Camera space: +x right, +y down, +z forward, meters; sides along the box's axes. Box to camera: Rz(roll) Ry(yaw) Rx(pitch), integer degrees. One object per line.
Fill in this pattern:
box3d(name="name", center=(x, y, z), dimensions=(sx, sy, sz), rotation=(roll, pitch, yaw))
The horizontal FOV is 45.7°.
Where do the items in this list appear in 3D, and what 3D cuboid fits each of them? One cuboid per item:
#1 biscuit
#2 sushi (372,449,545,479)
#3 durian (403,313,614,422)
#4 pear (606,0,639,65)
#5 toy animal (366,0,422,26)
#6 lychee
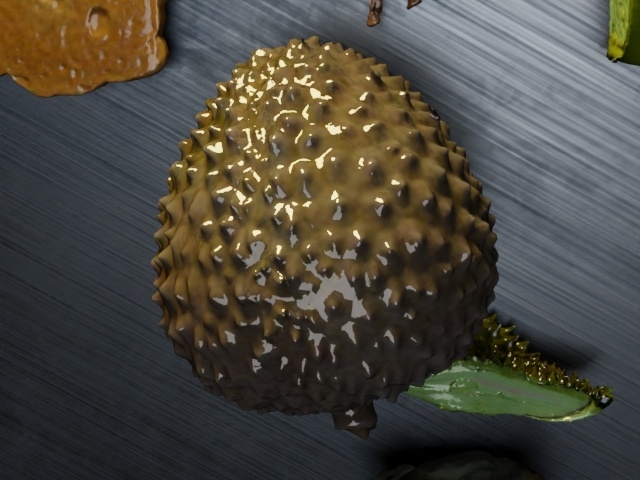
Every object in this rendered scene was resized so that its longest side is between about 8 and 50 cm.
box3d(name="biscuit", center=(-0.315, -0.315, 0.927), dimensions=(0.376, 0.051, 0.269), rotation=(-9, 108, 13))
box3d(name="sushi", center=(0.198, 0.467, 1.033), dimensions=(0.281, 0.299, 0.294), rotation=(-19, 113, -11))
box3d(name="durian", center=(0.190, 0.162, 1.001), dimensions=(0.375, 0.106, 0.132), rotation=(11, 113, 6))
box3d(name="pear", center=(0.414, -0.320, 0.722), dimensions=(0.282, 0.176, 0.286), rotation=(-7, 112, 12))
box3d(name="toy animal", center=(0.039, -0.356, 0.842), dimensions=(0.275, 0.054, 0.149), rotation=(40, 119, -9))
box3d(name="lychee", center=(0.000, 0.000, 0.821), dimensions=(0.381, 0.380, 0.432), rotation=(-14, 86, 16))
